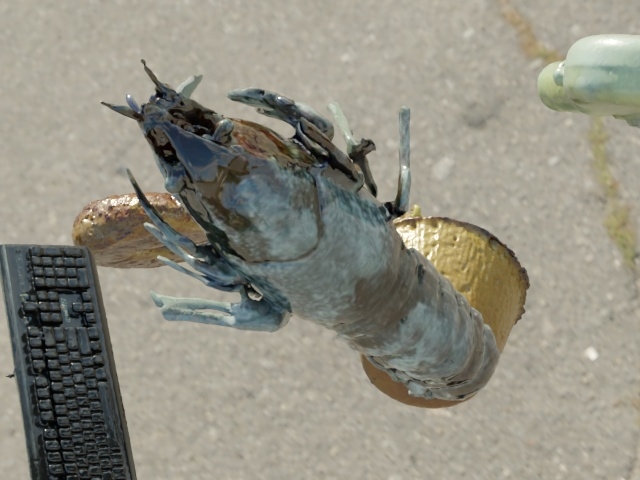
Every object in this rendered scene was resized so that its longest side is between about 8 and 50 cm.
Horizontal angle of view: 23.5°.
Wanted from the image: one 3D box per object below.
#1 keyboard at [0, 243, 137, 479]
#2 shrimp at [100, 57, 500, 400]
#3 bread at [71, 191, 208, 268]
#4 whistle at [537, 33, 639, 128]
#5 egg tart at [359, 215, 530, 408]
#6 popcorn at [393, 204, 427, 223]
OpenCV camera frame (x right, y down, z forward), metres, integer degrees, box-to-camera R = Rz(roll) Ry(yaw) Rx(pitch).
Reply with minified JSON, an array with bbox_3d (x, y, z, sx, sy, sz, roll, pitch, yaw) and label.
[{"bbox_3d":[-0.204,0.105,1.230,0.025,0.094,0.230,-47,51,49],"label":"keyboard"},{"bbox_3d":[0.000,0.000,1.079,0.221,0.410,0.166,-50,26,0],"label":"shrimp"},{"bbox_3d":[-0.192,-0.013,1.737,0.193,0.193,0.064,-13,75,26],"label":"bread"},{"bbox_3d":[0.234,-0.121,1.206,0.258,0.126,0.067,-160,80,-76],"label":"whistle"},{"bbox_3d":[0.133,0.090,1.791,0.215,0.215,0.171,-16,36,23],"label":"egg tart"},{"bbox_3d":[0.110,-0.004,1.894,0.057,0.083,0.082,-50,2,-27],"label":"popcorn"}]
